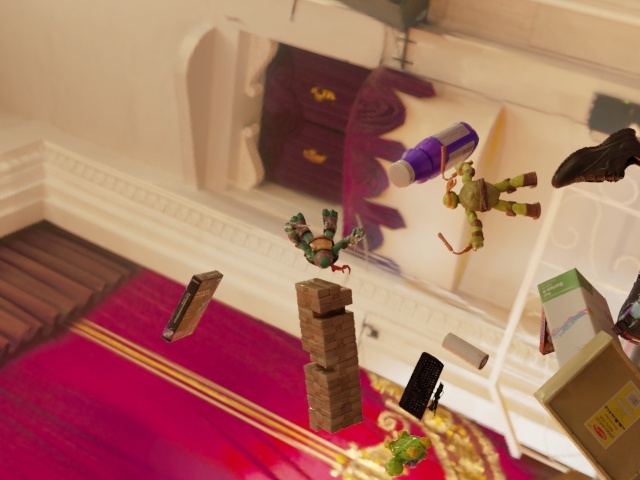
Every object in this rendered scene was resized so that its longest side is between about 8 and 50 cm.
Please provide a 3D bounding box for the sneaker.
[{"bbox_3d":[0.813,-0.216,2.178,0.286,0.130,0.109,-28,-22,6],"label":"sneaker"}]

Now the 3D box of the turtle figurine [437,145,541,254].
[{"bbox_3d":[0.355,-0.104,1.613,0.087,0.217,0.269,78,-171,-62],"label":"turtle figurine"}]

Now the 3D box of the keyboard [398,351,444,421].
[{"bbox_3d":[0.279,0.377,1.941,0.192,0.100,0.038,-57,1,-38],"label":"keyboard"}]

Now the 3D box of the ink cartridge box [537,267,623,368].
[{"bbox_3d":[0.513,0.186,1.449,0.154,0.093,0.212,37,-145,-39],"label":"ink cartridge box"}]

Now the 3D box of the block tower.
[{"bbox_3d":[0.021,0.252,1.624,0.091,0.097,0.335,-13,-75,-32],"label":"block tower"}]

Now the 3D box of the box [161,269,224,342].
[{"bbox_3d":[-0.281,0.143,1.655,0.162,0.029,0.116,-62,-13,12],"label":"box"}]

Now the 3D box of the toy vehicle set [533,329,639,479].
[{"bbox_3d":[0.512,0.306,1.320,0.166,0.267,0.035,-42,20,-1],"label":"toy vehicle set"}]

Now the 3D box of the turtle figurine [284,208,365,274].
[{"bbox_3d":[0.000,0.000,1.680,0.234,0.175,0.118,-110,30,-67],"label":"turtle figurine"}]

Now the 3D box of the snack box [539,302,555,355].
[{"bbox_3d":[0.612,0.221,1.973,0.064,0.022,0.178,-16,-58,-14],"label":"snack box"}]

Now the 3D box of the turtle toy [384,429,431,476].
[{"bbox_3d":[0.198,0.501,1.752,0.130,0.095,0.066,-23,-71,-40],"label":"turtle toy"}]

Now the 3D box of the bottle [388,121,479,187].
[{"bbox_3d":[0.283,-0.210,1.884,0.283,0.092,0.118,-30,-18,-38],"label":"bottle"}]

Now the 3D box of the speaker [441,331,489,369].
[{"bbox_3d":[0.429,0.329,2.227,0.055,0.136,0.055,-34,-40,-35],"label":"speaker"}]

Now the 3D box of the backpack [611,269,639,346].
[{"bbox_3d":[0.492,0.076,0.975,0.117,0.158,0.173,13,-80,-40],"label":"backpack"}]
